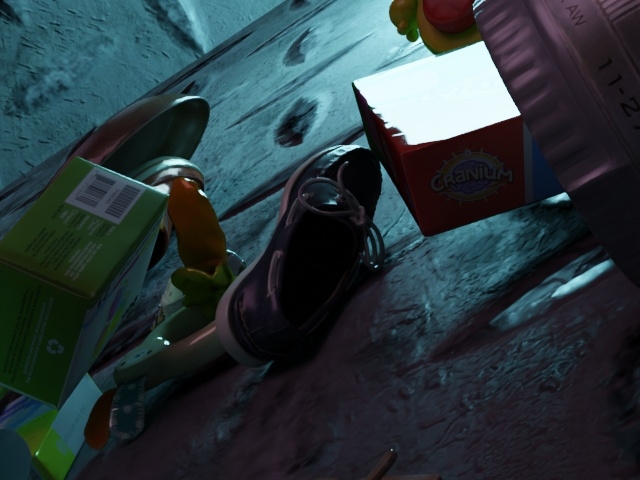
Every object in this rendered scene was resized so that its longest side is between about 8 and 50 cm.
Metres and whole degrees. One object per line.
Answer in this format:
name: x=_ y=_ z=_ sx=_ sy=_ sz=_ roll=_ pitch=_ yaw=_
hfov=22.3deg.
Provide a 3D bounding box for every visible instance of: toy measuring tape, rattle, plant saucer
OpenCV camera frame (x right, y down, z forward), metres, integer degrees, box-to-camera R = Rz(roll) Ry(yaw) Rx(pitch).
toy measuring tape: x=0.210 y=-0.232 z=1.645 sx=0.330 sy=0.121 sz=0.121 roll=-1 pitch=32 yaw=34
rattle: x=-0.147 y=0.064 z=1.387 sx=0.200 sy=0.142 sz=0.130 roll=-33 pitch=31 yaw=-18
plant saucer: x=-0.253 y=-0.064 z=1.930 sx=0.310 sy=0.050 sz=0.310 roll=-47 pitch=-8 yaw=-9

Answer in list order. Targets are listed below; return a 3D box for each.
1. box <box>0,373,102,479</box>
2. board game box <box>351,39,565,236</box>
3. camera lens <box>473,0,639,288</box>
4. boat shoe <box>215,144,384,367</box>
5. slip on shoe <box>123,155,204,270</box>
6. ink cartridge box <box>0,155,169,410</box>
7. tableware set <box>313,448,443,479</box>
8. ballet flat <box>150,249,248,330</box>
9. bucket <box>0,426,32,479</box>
box: x=-0.258 y=0.181 z=1.434 sx=0.109 sy=0.042 sz=0.178 roll=-30 pitch=15 yaw=19
board game box: x=0.161 y=-0.104 z=1.250 sx=0.242 sy=0.064 sz=0.316 roll=-18 pitch=15 yaw=-1
camera lens: x=0.253 y=-0.123 z=0.918 sx=0.274 sy=0.219 sz=0.219 roll=-31 pitch=15 yaw=15
boat shoe: x=0.000 y=0.000 z=1.337 sx=0.079 sy=0.095 sz=0.254 roll=-24 pitch=19 yaw=42
slip on shoe: x=-0.216 y=-0.010 z=1.862 sx=0.123 sy=0.101 sz=0.331 roll=-56 pitch=-9 yaw=26
ink cartridge box: x=-0.236 y=0.082 z=1.441 sx=0.189 sy=0.097 sz=0.255 roll=-62 pitch=-7 yaw=-57
tableware set: x=-0.027 y=0.170 z=0.965 sx=0.128 sy=0.039 sz=0.194 roll=-45 pitch=17 yaw=-34
ballet flat: x=-0.125 y=0.045 z=1.581 sx=0.114 sy=0.041 sz=0.041 roll=-33 pitch=15 yaw=7
bucket: x=-0.355 y=0.199 z=1.178 sx=0.183 sy=0.281 sz=0.281 roll=-34 pitch=14 yaw=18
